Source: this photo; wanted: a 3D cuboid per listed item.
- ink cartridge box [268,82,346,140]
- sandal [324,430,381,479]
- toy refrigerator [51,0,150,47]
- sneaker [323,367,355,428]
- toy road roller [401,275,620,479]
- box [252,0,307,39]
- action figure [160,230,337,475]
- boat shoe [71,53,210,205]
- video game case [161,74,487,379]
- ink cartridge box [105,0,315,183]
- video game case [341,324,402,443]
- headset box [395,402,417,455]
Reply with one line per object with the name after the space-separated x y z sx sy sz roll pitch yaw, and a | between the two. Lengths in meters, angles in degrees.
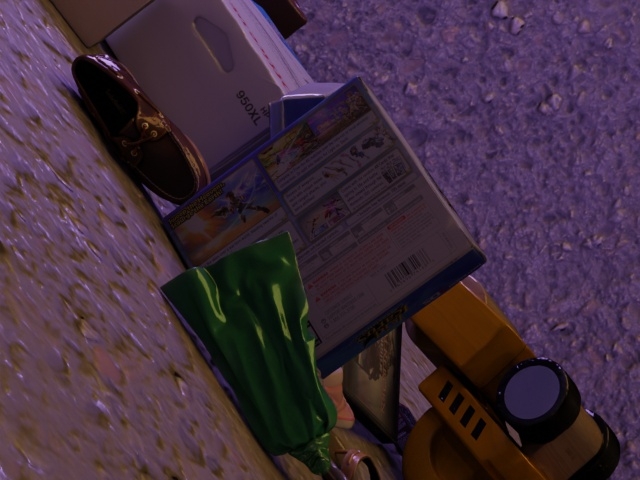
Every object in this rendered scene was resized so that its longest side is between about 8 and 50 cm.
0.000 -0.030 1.977 0.307 0.072 0.304 -58 145 -78 | ink cartridge box
0.038 0.247 1.689 0.072 0.049 0.180 50 4 -26 | sandal
-0.327 -0.380 2.053 0.269 0.102 0.094 52 8 -8 | toy refrigerator
0.009 0.164 1.776 0.051 0.070 0.134 13 -6 22 | sneaker
0.191 0.221 2.064 0.329 0.240 0.202 49 1 43 | toy road roller
-0.159 -0.370 2.594 0.168 0.203 0.167 50 9 -27 | box
-0.046 0.122 1.588 0.063 0.137 0.232 70 -5 -73 | action figure
-0.203 -0.120 1.803 0.207 0.073 0.073 48 9 13 | boat shoe
0.000 0.000 1.731 0.244 0.269 0.061 58 8 26 | video game case
-0.122 -0.213 2.278 0.285 0.166 0.395 56 8 12 | ink cartridge box
0.053 0.117 1.965 0.274 0.026 0.196 49 41 -63 | video game case
0.110 0.248 2.155 0.083 0.032 0.062 56 8 24 | headset box
